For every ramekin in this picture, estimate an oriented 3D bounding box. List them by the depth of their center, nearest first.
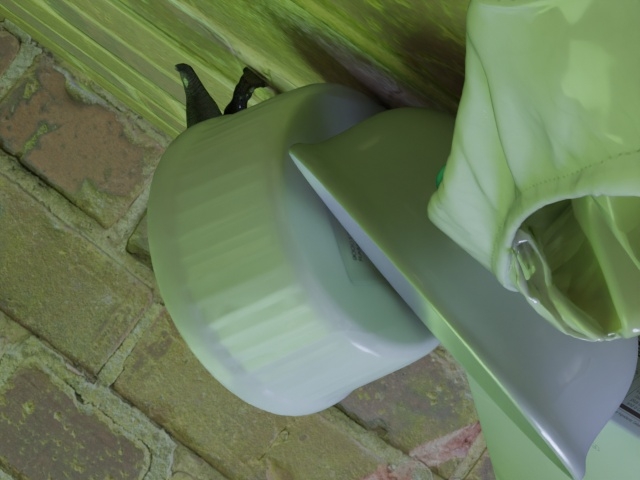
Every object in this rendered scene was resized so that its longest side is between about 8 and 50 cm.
[{"bbox_3d":[0.000,0.000,1.051,0.135,0.277,0.277,-23,132,37],"label":"ramekin"}]

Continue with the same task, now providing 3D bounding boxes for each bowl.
[{"bbox_3d":[0.122,0.009,0.841,0.298,0.134,0.298,49,180,0],"label":"bowl"}]

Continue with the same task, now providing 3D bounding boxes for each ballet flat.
[{"bbox_3d":[0.122,-0.021,0.521,0.139,0.139,0.400,35,174,12],"label":"ballet flat"}]

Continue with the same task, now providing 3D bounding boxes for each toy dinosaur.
[{"bbox_3d":[-0.084,-0.096,1.416,0.121,0.160,0.313,34,177,26],"label":"toy dinosaur"}]

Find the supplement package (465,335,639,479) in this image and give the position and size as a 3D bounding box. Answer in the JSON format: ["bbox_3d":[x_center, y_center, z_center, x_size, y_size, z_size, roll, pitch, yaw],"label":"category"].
[{"bbox_3d":[0.261,0.155,0.995,0.262,0.145,0.204,32,148,51],"label":"supplement package"}]
